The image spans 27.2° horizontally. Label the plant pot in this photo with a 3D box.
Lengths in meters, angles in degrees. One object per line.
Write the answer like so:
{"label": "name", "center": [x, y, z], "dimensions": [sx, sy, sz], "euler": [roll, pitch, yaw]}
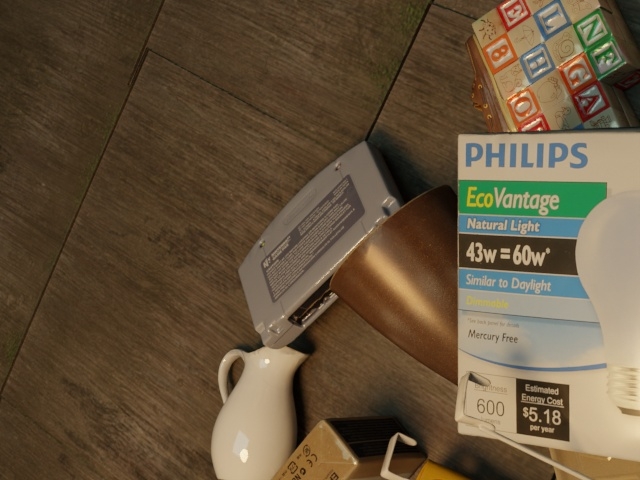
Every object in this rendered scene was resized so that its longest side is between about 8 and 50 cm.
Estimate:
{"label": "plant pot", "center": [0.167, 0.081, 1.772], "dimensions": [0.215, 0.215, 0.230], "euler": [-46, 74, 21]}

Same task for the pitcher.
{"label": "pitcher", "center": [-0.107, 0.262, 1.985], "dimensions": [0.178, 0.125, 0.207], "euler": [-5, 69, 51]}

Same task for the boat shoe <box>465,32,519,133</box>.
{"label": "boat shoe", "center": [0.234, -0.205, 1.834], "dimensions": [0.060, 0.064, 0.178], "euler": [-29, 70, 27]}

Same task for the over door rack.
{"label": "over door rack", "center": [0.231, 0.315, 1.504], "dimensions": [0.324, 0.108, 0.239], "euler": [36, 147, -2]}

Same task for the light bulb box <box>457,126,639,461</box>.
{"label": "light bulb box", "center": [0.360, 0.050, 1.514], "dimensions": [0.358, 0.225, 0.361], "euler": [2, 95, 39]}

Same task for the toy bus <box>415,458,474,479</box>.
{"label": "toy bus", "center": [0.204, 0.367, 1.742], "dimensions": [0.191, 0.202, 0.104], "euler": [-1, 52, 42]}

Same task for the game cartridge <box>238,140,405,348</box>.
{"label": "game cartridge", "center": [0.000, 0.000, 1.935], "dimensions": [0.294, 0.060, 0.196], "euler": [-45, 41, 20]}

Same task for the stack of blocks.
{"label": "stack of blocks", "center": [0.339, -0.201, 1.743], "dimensions": [0.171, 0.087, 0.297], "euler": [-32, 67, 29]}

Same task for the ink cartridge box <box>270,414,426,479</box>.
{"label": "ink cartridge box", "center": [0.009, 0.353, 1.831], "dimensions": [0.088, 0.193, 0.234], "euler": [48, 111, 28]}

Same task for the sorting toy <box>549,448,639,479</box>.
{"label": "sorting toy", "center": [0.407, 0.306, 1.617], "dimensions": [0.229, 0.041, 0.307], "euler": [-29, 54, 28]}
